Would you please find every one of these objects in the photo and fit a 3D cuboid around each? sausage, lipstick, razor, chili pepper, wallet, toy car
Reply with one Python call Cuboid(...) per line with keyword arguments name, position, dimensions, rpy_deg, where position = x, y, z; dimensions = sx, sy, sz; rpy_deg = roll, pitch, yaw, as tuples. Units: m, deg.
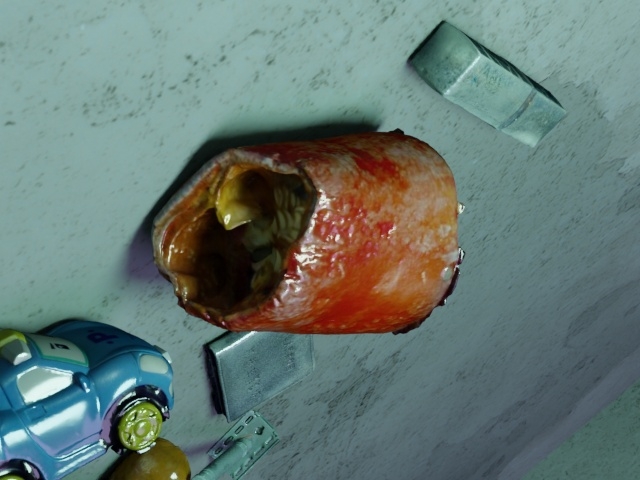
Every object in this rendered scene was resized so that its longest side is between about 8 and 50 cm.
Cuboid(name="sausage", position=(-0.277, 0.388, 1.802), dimensions=(0.109, 0.109, 0.270), rpy_deg=(-5, 138, -49))
Cuboid(name="lipstick", position=(0.210, -0.185, 1.536), dimensions=(0.076, 0.077, 0.290), rpy_deg=(-47, 152, 17))
Cuboid(name="razor", position=(-0.142, 0.329, 1.836), dimensions=(0.106, 0.068, 0.232), rpy_deg=(-46, 174, 14))
Cuboid(name="chili pepper", position=(0.000, 0.000, 1.399), dimensions=(0.305, 0.229, 0.251), rpy_deg=(-6, 156, -49))
Cuboid(name="wallet", position=(-0.079, 0.166, 1.771), dimensions=(0.167, 0.036, 0.222), rpy_deg=(-30, 152, -18))
Cuboid(name="toy car", position=(-0.306, 0.165, 1.335), dimensions=(0.314, 0.198, 0.166), rpy_deg=(-27, 120, -28))
